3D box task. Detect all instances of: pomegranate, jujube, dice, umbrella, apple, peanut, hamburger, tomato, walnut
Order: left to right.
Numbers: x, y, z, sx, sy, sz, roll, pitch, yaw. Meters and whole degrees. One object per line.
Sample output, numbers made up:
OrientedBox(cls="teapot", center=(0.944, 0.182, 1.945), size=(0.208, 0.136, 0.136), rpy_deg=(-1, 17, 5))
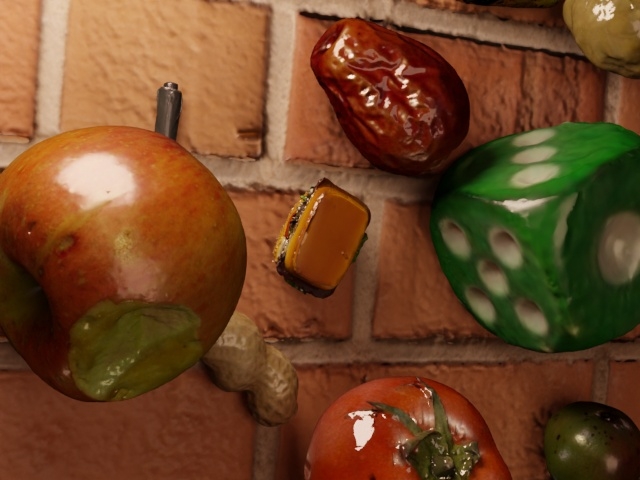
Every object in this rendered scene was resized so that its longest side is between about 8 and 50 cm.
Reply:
OrientedBox(cls="apple", center=(-0.253, 0.022, 1.469), size=(0.339, 0.339, 0.340), rpy_deg=(-4, 97, -30))
OrientedBox(cls="umbrella", center=(-0.215, -0.155, 1.645), size=(0.036, 0.031, 0.133), rpy_deg=(6, 92, -57))
OrientedBox(cls="peanut", center=(-0.103, 0.186, 1.718), size=(0.104, 0.085, 0.228), rpy_deg=(-47, 118, -8))
OrientedBox(cls="hamburger", center=(0.000, 0.000, 1.756), size=(0.137, 0.087, 0.166), rpy_deg=(33, 80, -30))
OrientedBox(cls="jujube", center=(0.103, -0.217, 1.748), size=(0.255, 0.190, 0.190), rpy_deg=(40, 75, -21))
OrientedBox(cls="tomato", center=(0.114, 0.380, 1.762), size=(0.341, 0.273, 0.341), rpy_deg=(19, 52, -27))
OrientedBox(cls="dice", center=(0.371, -0.012, 1.856), size=(0.297, 0.300, 0.287), rpy_deg=(-31, 113, -26))
OrientedBox(cls="pomegranate", center=(0.463, 0.382, 2.039), size=(0.180, 0.180, 0.210), rpy_deg=(-5, 131, -30))
OrientedBox(cls="walnut", center=(0.558, -0.404, 1.951), size=(0.276, 0.282, 0.253), rpy_deg=(20, 46, -24))

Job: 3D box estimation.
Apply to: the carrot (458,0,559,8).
OrientedBox(cls="carrot", center=(0.300, -0.410, 1.905), size=(0.228, 0.069, 0.069), rpy_deg=(-2, 96, -32))
